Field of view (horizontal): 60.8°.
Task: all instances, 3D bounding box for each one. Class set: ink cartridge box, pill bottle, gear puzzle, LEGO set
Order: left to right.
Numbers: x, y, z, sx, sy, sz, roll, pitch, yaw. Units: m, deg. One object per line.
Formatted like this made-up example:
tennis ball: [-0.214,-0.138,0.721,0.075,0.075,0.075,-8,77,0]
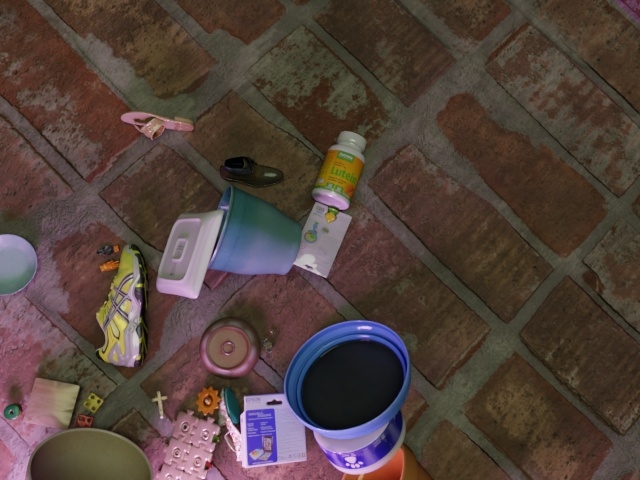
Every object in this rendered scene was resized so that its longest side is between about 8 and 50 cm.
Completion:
gear puzzle: [-0.385,0.613,1.672,0.176,0.044,0.338,10,78,25]
LEGO set: [-0.166,0.334,1.785,0.054,0.023,0.083,37,64,-1]
ink cartridge box: [-0.145,0.581,1.687,0.207,0.045,0.208,6,72,-28]
pill bottle: [0.072,-0.241,1.860,0.137,0.136,0.245,21,77,-3]

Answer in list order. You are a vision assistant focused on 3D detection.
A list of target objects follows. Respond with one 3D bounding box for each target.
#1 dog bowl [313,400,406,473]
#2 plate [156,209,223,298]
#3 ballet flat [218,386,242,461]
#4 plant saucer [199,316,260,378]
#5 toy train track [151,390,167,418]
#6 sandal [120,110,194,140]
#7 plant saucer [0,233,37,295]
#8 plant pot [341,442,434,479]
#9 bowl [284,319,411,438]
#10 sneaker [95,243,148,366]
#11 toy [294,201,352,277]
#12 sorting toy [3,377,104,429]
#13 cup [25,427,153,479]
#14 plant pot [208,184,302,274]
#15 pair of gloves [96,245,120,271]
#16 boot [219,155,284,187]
dog bowl: [0.115,0.556,1.645,0.265,0.265,0.104,-35,119,-12]
plate: [-0.420,0.032,1.692,0.045,0.277,0.277,24,75,-38]
ballet flat: [-0.273,0.579,1.695,0.077,0.091,0.240,-29,80,11]
plant saucer: [-0.292,0.344,1.747,0.199,0.036,0.198,0,81,0]
toy train track: [-0.503,0.515,1.711,0.048,0.014,0.083,-10,81,-8]
sandal: [-0.551,-0.376,1.836,0.240,0.088,0.079,3,73,-11]
plant saucer: [-0.991,0.078,1.723,0.195,0.037,0.194,1,78,-7]
plant pot: [0.219,0.762,1.634,0.204,0.291,0.290,38,77,-17]
bowl: [0.085,0.416,1.651,0.391,0.391,0.077,-33,128,-12]
sneaker: [-0.617,0.197,1.692,0.147,0.145,0.383,1,78,-7]
toy: [0.000,0.000,1.848,0.137,0.056,0.237,23,73,2]
sorting toy: [-0.801,0.496,1.661,0.275,0.046,0.132,12,78,-4]
cup: [-0.669,0.728,1.522,0.331,0.331,0.236,25,103,-2]
plant pot: [-0.206,-0.007,1.730,0.256,0.272,0.271,18,77,-18]
pair of gloves: [-0.688,0.057,1.777,0.074,0.010,0.083,-14,80,-9]
boot: [-0.231,-0.232,1.837,0.220,0.106,0.082,2,79,-6]
